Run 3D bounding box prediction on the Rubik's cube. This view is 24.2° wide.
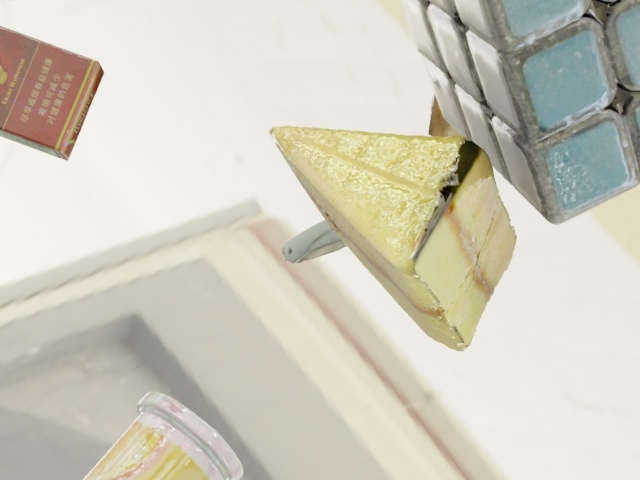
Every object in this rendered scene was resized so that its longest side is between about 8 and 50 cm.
[{"bbox_3d":[0.260,-0.247,1.482,0.305,0.301,0.304,66,-7,-30],"label":"Rubik's cube"}]

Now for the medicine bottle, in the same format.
[{"bbox_3d":[-0.235,0.308,1.179,0.108,0.426,0.108,33,-26,18],"label":"medicine bottle"}]

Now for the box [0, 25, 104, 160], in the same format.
[{"bbox_3d":[-0.158,-0.079,0.760,0.082,0.052,0.023,20,-11,4],"label":"box"}]

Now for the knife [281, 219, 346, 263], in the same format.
[{"bbox_3d":[0.000,0.000,1.885,0.162,0.023,0.044,-27,-104,56],"label":"knife"}]

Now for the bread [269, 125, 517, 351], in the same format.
[{"bbox_3d":[0.048,-0.004,1.528,0.264,0.163,0.168,7,-33,35],"label":"bread"}]

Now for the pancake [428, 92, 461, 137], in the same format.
[{"bbox_3d":[0.187,-0.227,1.876,0.056,0.212,0.257,17,-36,14],"label":"pancake"}]
